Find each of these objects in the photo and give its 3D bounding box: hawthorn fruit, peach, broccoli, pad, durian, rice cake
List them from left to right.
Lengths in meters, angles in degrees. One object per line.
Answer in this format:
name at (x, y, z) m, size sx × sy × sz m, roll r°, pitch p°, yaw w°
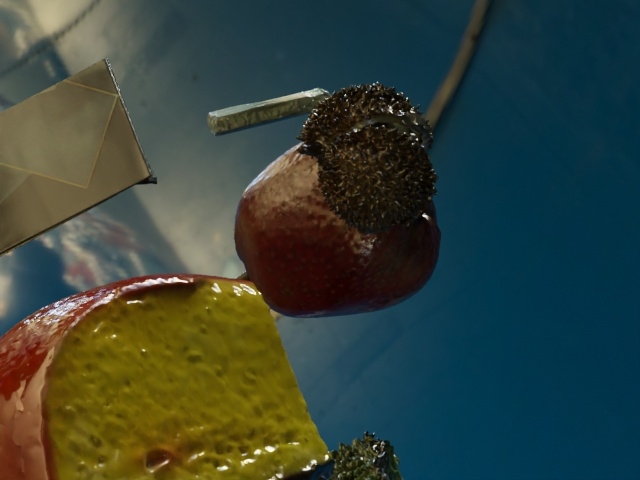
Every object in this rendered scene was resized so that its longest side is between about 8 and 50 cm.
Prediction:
pad at (-0.294, -0.069, 1.255) m, size 0.243 × 0.004 × 0.164 m, roll -27°, pitch -121°, yaw 2°
peach at (-0.161, 0.169, 0.952) m, size 0.242 × 0.306 × 0.380 m, roll 60°, pitch -21°, yaw 12°
rice cake at (-0.093, -0.232, 2.295) m, size 0.085 × 0.226 × 0.040 m, roll -113°, pitch -170°, yaw -76°
hawthorn fruit at (0.000, 0.000, 1.919) m, size 0.369 × 0.285 × 0.285 m, roll -31°, pitch -135°, yaw 14°
broccoli at (0.052, 0.415, 1.785) m, size 0.180 × 0.273 × 0.242 m, roll -16°, pitch -143°, yaw 4°
durian at (0.054, -0.104, 1.621) m, size 0.167 × 0.196 × 0.196 m, roll -55°, pitch -145°, yaw 37°

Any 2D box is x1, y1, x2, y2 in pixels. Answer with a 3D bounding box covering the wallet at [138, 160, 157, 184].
wallet at (-0.295, -0.131, 1.714) m, size 0.196 × 0.103 × 0.020 m, roll 54°, pitch -48°, yaw 48°
